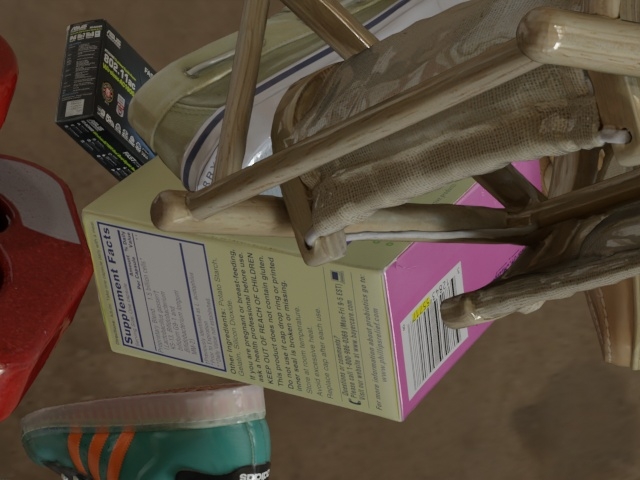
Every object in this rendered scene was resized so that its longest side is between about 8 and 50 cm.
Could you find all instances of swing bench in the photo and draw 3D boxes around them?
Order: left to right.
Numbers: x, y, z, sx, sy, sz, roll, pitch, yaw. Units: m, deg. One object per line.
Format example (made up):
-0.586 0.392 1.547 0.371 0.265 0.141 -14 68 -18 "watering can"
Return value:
0.108 -0.066 0.764 0.253 0.254 0.165 -21 53 51 "swing bench"

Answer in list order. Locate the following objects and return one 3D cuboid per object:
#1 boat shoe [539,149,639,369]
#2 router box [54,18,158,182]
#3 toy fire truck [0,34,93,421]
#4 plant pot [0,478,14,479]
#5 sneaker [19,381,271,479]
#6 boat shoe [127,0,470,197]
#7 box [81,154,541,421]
0.193 -0.047 1.450 0.110 0.122 0.341 -12 65 0 "boat shoe"
-0.169 -0.112 1.467 0.038 0.122 0.092 -9 62 22 "router box"
-0.241 0.005 0.741 0.169 0.302 0.254 -64 29 26 "toy fire truck"
-0.227 0.303 1.335 0.252 0.247 0.248 -45 43 42 "plant pot"
-0.157 0.192 1.523 0.302 0.108 0.121 -11 85 48 "sneaker"
0.008 -0.112 1.096 0.094 0.302 0.109 41 130 16 "boat shoe"
0.000 0.000 1.237 0.243 0.213 0.117 11 124 30 "box"
